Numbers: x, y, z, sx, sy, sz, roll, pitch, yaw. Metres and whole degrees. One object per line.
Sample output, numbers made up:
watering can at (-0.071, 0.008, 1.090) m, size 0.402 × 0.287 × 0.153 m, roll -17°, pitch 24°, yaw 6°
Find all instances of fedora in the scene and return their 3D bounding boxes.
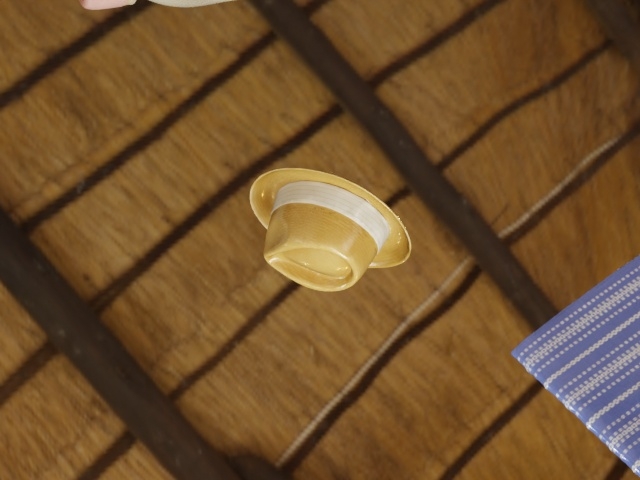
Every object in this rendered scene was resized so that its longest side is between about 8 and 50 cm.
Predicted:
fedora at (0.000, 0.000, 1.314) m, size 0.194 × 0.194 × 0.079 m, roll 16°, pitch -120°, yaw 18°

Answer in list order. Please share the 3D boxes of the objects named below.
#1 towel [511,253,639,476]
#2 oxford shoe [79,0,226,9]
towel at (0.398, 0.151, 1.290) m, size 0.243 × 0.040 × 0.336 m, roll -34°, pitch -136°, yaw -10°
oxford shoe at (-0.077, -0.340, 0.743) m, size 0.146 × 0.397 × 0.140 m, roll -1°, pitch -152°, yaw -18°
